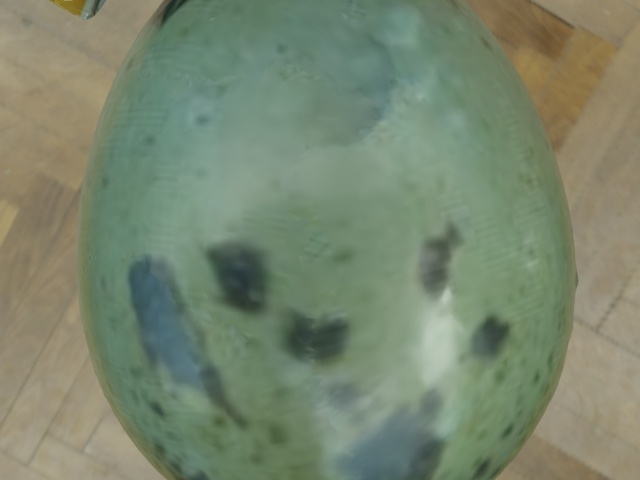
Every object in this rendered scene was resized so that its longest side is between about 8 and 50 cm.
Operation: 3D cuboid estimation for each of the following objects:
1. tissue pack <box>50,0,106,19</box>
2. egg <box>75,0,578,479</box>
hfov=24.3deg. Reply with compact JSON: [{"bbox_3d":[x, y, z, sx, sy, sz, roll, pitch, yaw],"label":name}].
[{"bbox_3d":[-0.127,-0.290,0.949,0.124,0.185,0.225,32,140,-2],"label":"tissue pack"},{"bbox_3d":[0.000,0.000,1.033,0.345,0.345,0.428,-10,99,6],"label":"egg"}]
